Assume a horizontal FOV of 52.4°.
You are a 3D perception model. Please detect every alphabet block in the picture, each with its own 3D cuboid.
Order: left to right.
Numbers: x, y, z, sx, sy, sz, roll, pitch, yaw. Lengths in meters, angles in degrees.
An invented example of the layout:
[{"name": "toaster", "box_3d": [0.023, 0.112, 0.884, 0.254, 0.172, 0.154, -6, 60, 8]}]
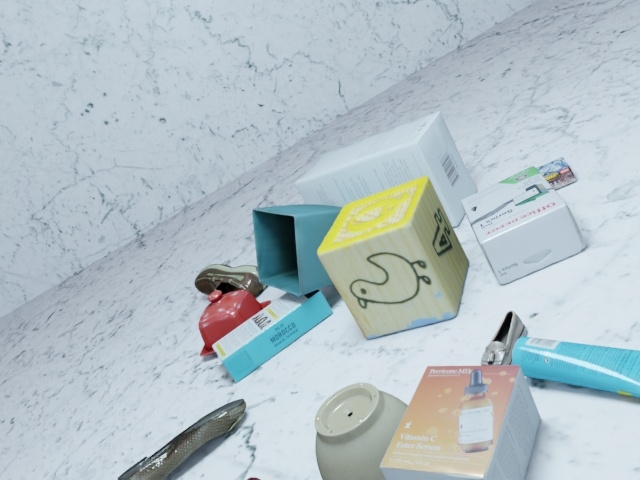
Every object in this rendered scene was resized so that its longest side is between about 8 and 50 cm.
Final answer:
[{"name": "alphabet block", "box_3d": [0.138, 0.030, 1.182, 0.192, 0.197, 0.193, -20, 22, 28]}]

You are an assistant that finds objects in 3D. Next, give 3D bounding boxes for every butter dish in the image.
[{"name": "butter dish", "box_3d": [-0.213, 0.165, 1.475, 0.159, 0.118, 0.160, -23, 21, 22]}]

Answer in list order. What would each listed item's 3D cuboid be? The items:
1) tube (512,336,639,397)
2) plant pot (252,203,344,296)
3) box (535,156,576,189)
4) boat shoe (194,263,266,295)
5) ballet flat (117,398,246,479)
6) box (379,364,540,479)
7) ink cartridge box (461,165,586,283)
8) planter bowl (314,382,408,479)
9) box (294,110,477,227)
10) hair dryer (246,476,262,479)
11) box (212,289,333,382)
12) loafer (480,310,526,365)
[{"name": "tube", "box_3d": [0.343, 0.156, 0.808, 0.207, 0.052, 0.080, 0, 40, 47]}, {"name": "plant pot", "box_3d": [0.000, 0.000, 1.405, 0.234, 0.166, 0.165, -13, 15, -34]}, {"name": "box", "box_3d": [0.453, -0.122, 1.358, 0.136, 0.027, 0.094, -24, 19, 19]}, {"name": "boat shoe", "box_3d": [-0.254, 0.119, 1.693, 0.257, 0.095, 0.095, -11, 33, 43]}, {"name": "ballet flat", "box_3d": [-0.230, 0.361, 1.129, 0.249, 0.058, 0.084, -32, -3, -21]}, {"name": "box", "box_3d": [0.170, 0.237, 0.769, 0.130, 0.091, 0.170, -9, 28, 35]}, {"name": "ink cartridge box", "box_3d": [0.358, -0.033, 1.177, 0.160, 0.093, 0.219, -26, 19, 13]}, {"name": "planter bowl", "box_3d": [0.057, 0.261, 0.864, 0.162, 0.109, 0.162, -27, 20, 11]}, {"name": "box", "box_3d": [0.151, -0.125, 1.523, 0.345, 0.215, 0.168, -14, 24, 37]}, {"name": "hair dryer", "box_3d": [-0.065, 0.399, 0.798, 0.223, 0.080, 0.293, -18, 22, -15]}, {"name": "box", "box_3d": [-0.100, 0.184, 1.352, 0.244, 0.060, 0.100, -34, 20, -12]}, {"name": "loafer", "box_3d": [0.259, 0.152, 0.942, 0.045, 0.039, 0.125, -9, 29, 45]}]
